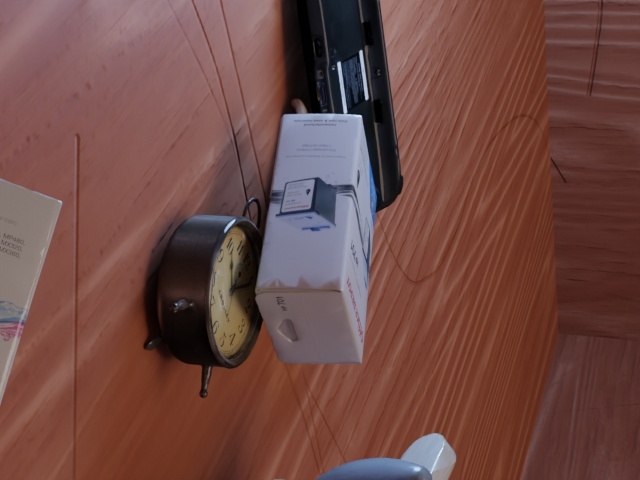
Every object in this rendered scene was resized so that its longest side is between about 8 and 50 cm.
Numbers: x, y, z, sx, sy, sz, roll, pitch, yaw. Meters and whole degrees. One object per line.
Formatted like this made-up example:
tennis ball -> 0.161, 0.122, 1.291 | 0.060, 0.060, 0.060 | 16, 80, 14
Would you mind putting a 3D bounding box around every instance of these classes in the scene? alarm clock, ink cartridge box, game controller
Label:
alarm clock -> -0.088, 0.030, 1.087 | 0.192, 0.064, 0.129 | -62, 150, -44
ink cartridge box -> 0.000, 0.000, 1.153 | 0.139, 0.082, 0.190 | 75, 17, -56
game controller -> 0.028, -0.174, 1.351 | 0.166, 0.067, 0.319 | -32, 118, -55
ink cartridge box -> -0.204, 0.061, 0.658 | 0.127, 0.072, 0.175 | -34, -141, 61

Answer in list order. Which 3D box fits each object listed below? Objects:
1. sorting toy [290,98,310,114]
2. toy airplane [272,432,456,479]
sorting toy -> -0.014, -0.020, 1.338 | 0.193, 0.038, 0.208 | 51, 41, -63
toy airplane -> -0.018, 0.339, 1.048 | 0.384, 0.272, 0.386 | -54, 176, 4
